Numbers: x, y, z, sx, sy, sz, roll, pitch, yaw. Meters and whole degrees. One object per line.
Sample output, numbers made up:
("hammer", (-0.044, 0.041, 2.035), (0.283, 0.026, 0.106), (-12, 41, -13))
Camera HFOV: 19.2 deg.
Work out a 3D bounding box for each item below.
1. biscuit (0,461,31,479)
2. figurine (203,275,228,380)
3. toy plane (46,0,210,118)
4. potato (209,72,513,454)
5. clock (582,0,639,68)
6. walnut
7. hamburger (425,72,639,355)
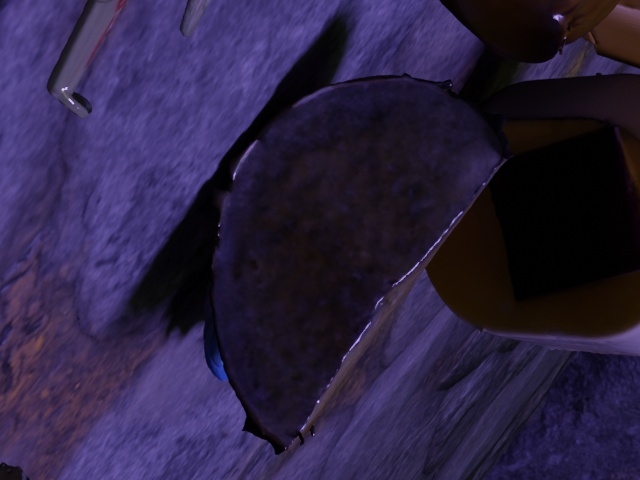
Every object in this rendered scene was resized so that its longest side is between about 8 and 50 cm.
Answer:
("biscuit", (-0.184, 0.243, 1.017), (0.250, 0.046, 0.147), (-90, -177, -62))
("figurine", (-0.037, 0.048, 1.252), (0.114, 0.079, 0.114), (-54, 162, -26))
("toy plane", (-0.047, -0.156, 0.753), (0.229, 0.092, 0.244), (-52, 164, -2))
("potato", (0.000, 0.000, 1.164), (0.243, 0.138, 0.098), (-53, 176, -5))
("clock", (0.290, -0.283, 1.372), (0.317, 0.200, 0.244), (-63, 168, -1))
("walnut", (0.128, -0.185, 1.156), (0.137, 0.137, 0.245), (-53, 157, -6))
("hamburger", (0.216, -0.020, 1.513), (0.151, 0.295, 0.227), (-14, 103, -42))
